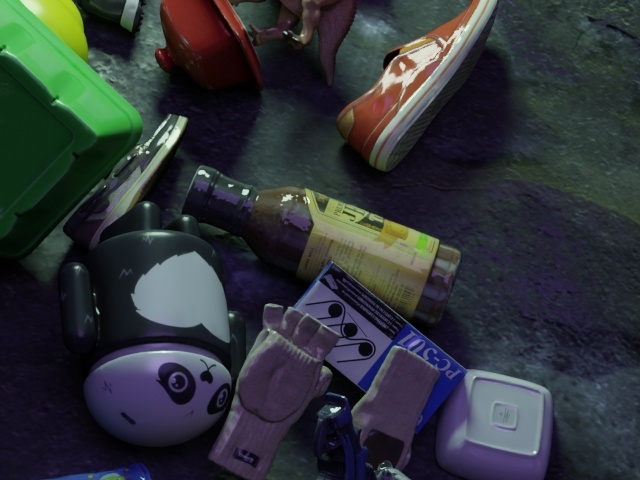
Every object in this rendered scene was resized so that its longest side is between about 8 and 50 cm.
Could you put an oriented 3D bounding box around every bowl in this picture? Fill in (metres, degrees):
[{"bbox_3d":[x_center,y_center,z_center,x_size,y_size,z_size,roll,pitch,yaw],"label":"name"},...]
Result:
[{"bbox_3d":[0.214,0.220,1.909,0.142,0.053,0.142,14,59,-3],"label":"bowl"}]

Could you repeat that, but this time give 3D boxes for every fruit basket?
[{"bbox_3d":[-0.404,-0.190,1.917,0.283,0.392,0.392,-46,75,1],"label":"fruit basket"}]

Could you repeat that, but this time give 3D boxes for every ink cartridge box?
[{"bbox_3d":[0.063,0.125,1.890,0.207,0.046,0.097,40,88,-3],"label":"ink cartridge box"}]

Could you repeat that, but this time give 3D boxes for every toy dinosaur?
[{"bbox_3d":[-0.019,-0.361,2.113,0.200,0.127,0.295,-37,95,-23],"label":"toy dinosaur"}]

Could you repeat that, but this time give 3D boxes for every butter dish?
[{"bbox_3d":[-0.160,-0.260,2.075,0.118,0.160,0.160,-31,68,-2],"label":"butter dish"}]

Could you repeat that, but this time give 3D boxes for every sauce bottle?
[{"bbox_3d":[0.000,0.000,1.958,0.344,0.111,0.111,21,57,-1],"label":"sauce bottle"}]

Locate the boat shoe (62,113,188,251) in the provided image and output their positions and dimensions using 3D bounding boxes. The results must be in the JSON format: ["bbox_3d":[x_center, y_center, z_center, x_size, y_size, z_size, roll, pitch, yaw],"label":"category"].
[{"bbox_3d":[-0.240,-0.080,1.972,0.073,0.080,0.223,30,62,0],"label":"boat shoe"}]

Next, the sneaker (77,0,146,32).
[{"bbox_3d":[-0.273,-0.390,2.151,0.106,0.078,0.234,12,60,-8],"label":"sneaker"}]

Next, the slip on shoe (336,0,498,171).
[{"bbox_3d":[0.138,-0.232,2.130,0.101,0.123,0.331,33,63,13],"label":"slip on shoe"}]

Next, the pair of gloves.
[{"bbox_3d":[0.006,0.197,1.819,0.240,0.042,0.204,22,86,-22],"label":"pair of gloves"}]

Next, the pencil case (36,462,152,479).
[{"bbox_3d":[-0.319,0.325,1.689,0.306,0.133,0.119,-9,37,-19],"label":"pencil case"}]

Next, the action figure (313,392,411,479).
[{"bbox_3d":[-0.028,0.313,1.705,0.330,0.341,0.178,-23,26,-31],"label":"action figure"}]

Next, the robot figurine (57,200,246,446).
[{"bbox_3d":[-0.187,0.097,1.822,0.209,0.173,0.278,-3,60,-5],"label":"robot figurine"}]
